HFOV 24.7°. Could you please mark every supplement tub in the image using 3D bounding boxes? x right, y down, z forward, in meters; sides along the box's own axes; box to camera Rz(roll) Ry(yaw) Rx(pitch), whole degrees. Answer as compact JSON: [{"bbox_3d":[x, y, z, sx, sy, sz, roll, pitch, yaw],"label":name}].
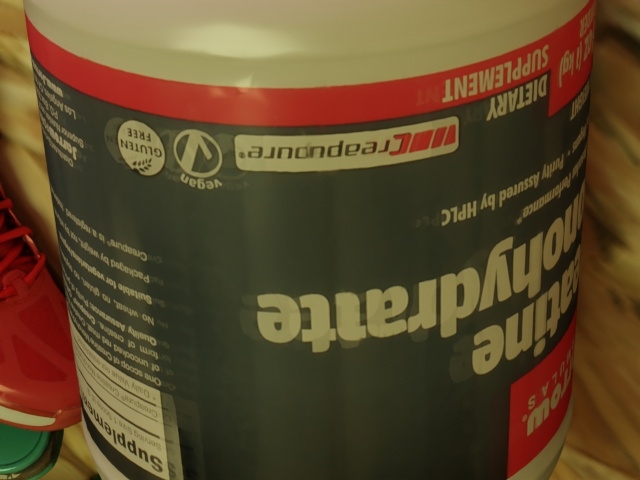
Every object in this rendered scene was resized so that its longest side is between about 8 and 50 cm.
[{"bbox_3d":[0.000,0.000,0.536,0.191,0.191,0.272,12,123,24],"label":"supplement tub"}]

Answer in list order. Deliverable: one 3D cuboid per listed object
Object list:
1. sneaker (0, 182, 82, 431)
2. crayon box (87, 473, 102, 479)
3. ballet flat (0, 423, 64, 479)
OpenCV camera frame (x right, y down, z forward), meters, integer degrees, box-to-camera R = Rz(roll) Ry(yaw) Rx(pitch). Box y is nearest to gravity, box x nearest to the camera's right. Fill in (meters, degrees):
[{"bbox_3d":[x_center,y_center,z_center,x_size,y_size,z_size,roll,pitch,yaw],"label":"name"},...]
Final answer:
[{"bbox_3d":[-0.176,-0.013,0.701,0.221,0.087,0.128,40,131,2],"label":"sneaker"},{"bbox_3d":[-0.098,0.236,0.807,0.323,0.083,0.203,-32,99,38],"label":"crayon box"},{"bbox_3d":[-0.234,0.067,0.797,0.247,0.083,0.087,25,157,16],"label":"ballet flat"}]
